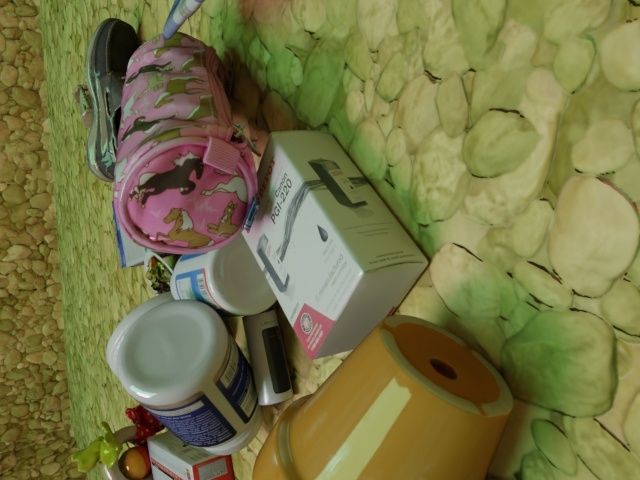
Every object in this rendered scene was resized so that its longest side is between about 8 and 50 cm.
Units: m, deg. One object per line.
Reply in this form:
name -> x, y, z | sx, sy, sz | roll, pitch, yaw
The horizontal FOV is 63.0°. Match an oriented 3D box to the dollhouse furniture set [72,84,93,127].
dollhouse furniture set -> -0.553, -0.363, 1.321 | 0.182, 0.101, 0.161 | 57, 139, 32

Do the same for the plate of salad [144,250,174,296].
plate of salad -> -0.330, 0.117, 1.114 | 0.199, 0.048, 0.200 | 31, 137, 34

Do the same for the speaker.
speaker -> -0.081, 0.175, 0.792 | 0.055, 0.055, 0.136 | -21, 79, 55

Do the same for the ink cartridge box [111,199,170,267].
ink cartridge box -> -0.424, -0.039, 1.241 | 0.311, 0.065, 0.186 | -15, 86, 53

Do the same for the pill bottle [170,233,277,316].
pill bottle -> -0.158, 0.059, 0.820 | 0.221, 0.124, 0.125 | -13, 86, 56

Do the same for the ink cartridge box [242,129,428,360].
ink cartridge box -> 0.000, 0.000, 0.603 | 0.218, 0.092, 0.159 | 59, 139, 33

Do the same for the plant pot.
plant pot -> 0.067, 0.179, 0.471 | 0.205, 0.205, 0.188 | 45, 117, 41

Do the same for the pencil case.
pencil case -> -0.184, -0.150, 0.695 | 0.386, 0.167, 0.160 | -115, 20, -50

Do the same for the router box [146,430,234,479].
router box -> -0.275, 0.596, 1.146 | 0.335, 0.082, 0.302 | -15, 85, 56

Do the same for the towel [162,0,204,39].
towel -> -0.106, -0.378, 0.645 | 0.285, 0.034, 0.210 | -4, 63, 55

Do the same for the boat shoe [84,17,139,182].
boat shoe -> -0.429, -0.305, 1.161 | 0.130, 0.132, 0.356 | 9, 101, 28

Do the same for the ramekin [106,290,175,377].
ramekin -> -0.262, 0.201, 0.940 | 0.109, 0.207, 0.207 | 42, 130, 31

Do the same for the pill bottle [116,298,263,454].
pill bottle -> -0.178, 0.218, 0.784 | 0.153, 0.153, 0.265 | 49, 163, 38

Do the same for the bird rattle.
bird rattle -> -0.470, 0.521, 1.291 | 0.143, 0.253, 0.207 | -30, 80, 18
